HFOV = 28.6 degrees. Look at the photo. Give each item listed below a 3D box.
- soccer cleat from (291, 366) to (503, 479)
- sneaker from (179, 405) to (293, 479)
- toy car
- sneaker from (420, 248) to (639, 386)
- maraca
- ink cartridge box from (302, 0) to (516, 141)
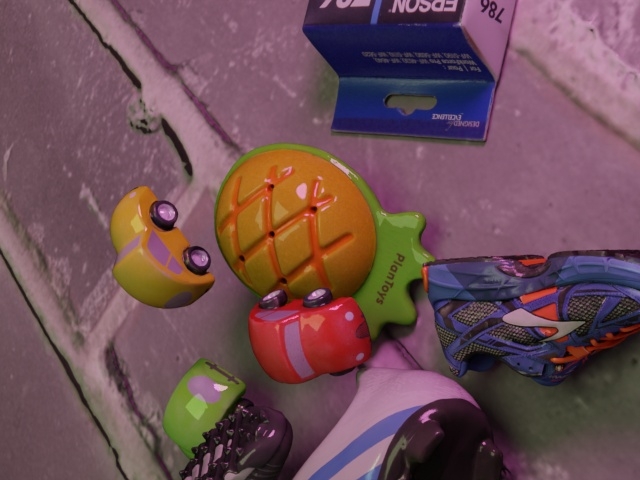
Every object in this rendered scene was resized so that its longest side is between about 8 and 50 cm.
[{"bbox_3d":[0.012,0.240,0.862,0.331,0.116,0.143,-63,29,-1],"label":"soccer cleat"},{"bbox_3d":[-0.066,0.213,0.940,0.234,0.106,0.078,-54,18,31],"label":"sneaker"},{"bbox_3d":[-0.083,0.097,0.956,0.239,0.053,0.225,29,129,24],"label":"toy car"},{"bbox_3d":[0.163,0.050,0.804,0.221,0.083,0.087,-5,88,48],"label":"sneaker"},{"bbox_3d":[0.000,0.000,0.949,0.185,0.099,0.127,27,109,19],"label":"maraca"},{"bbox_3d":[0.082,-0.246,0.964,0.165,0.065,0.333,7,84,43],"label":"ink cartridge box"}]
